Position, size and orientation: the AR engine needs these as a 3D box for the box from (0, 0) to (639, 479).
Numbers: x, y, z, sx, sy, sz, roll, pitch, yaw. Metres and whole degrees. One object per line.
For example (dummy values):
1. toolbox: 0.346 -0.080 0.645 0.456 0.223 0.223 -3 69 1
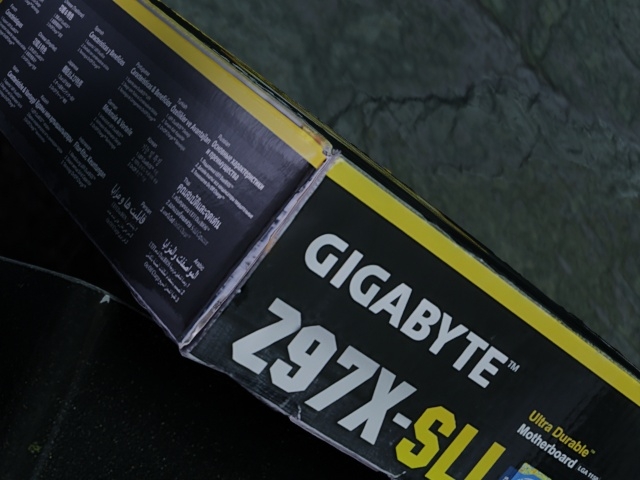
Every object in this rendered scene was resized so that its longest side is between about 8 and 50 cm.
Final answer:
1. box: 0.000 0.000 0.653 0.257 0.322 0.079 37 93 -35

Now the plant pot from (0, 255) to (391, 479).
1. plant pot: -0.094 0.116 0.600 0.187 0.188 0.167 34 75 -36
